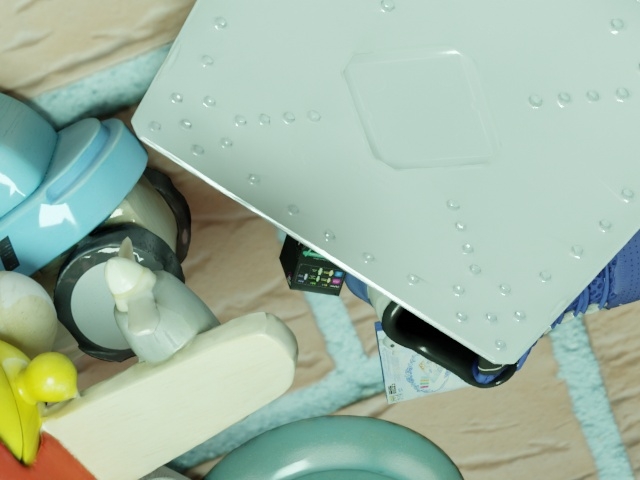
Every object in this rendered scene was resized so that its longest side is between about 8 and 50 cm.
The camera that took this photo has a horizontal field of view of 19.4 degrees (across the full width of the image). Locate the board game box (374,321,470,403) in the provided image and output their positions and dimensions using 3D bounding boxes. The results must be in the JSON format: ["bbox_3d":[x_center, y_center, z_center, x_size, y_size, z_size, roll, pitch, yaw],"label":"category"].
[{"bbox_3d":[0.103,0.113,1.856,0.090,0.020,0.090,-11,121,-3],"label":"board game box"}]

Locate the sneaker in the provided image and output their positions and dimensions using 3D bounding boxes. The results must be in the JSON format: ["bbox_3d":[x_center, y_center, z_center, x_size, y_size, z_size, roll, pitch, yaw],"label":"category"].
[{"bbox_3d":[0.185,0.059,1.745,0.315,0.182,0.127,-4,122,-8],"label":"sneaker"}]

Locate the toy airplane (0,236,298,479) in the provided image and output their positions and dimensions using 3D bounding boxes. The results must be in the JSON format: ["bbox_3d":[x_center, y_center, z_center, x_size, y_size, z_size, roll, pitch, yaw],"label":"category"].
[{"bbox_3d":[-0.222,0.153,1.436,0.386,0.272,0.384,-2,148,-8],"label":"toy airplane"}]

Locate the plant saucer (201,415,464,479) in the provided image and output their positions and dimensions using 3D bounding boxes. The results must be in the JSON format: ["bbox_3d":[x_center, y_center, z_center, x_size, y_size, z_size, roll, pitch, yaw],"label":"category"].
[{"bbox_3d":[0.009,0.323,1.951,0.317,0.044,0.317,-5,121,-8],"label":"plant saucer"}]

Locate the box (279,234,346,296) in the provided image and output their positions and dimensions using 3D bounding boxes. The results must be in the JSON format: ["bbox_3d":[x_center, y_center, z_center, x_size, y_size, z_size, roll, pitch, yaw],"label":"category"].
[{"bbox_3d":[0.000,0.000,1.745,0.052,0.062,0.083,9,119,-16],"label":"box"}]

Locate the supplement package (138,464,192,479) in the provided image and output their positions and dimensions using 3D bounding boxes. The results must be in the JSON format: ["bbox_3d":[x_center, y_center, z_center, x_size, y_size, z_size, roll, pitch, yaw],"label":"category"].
[{"bbox_3d":[-0.156,0.320,1.830,0.244,0.139,0.134,29,113,-7],"label":"supplement package"}]

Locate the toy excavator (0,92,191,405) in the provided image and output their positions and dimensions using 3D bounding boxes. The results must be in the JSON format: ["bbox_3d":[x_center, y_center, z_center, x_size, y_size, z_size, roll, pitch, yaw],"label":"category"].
[{"bbox_3d":[-0.385,-0.032,1.599,0.433,0.222,0.445,-34,106,11],"label":"toy excavator"}]

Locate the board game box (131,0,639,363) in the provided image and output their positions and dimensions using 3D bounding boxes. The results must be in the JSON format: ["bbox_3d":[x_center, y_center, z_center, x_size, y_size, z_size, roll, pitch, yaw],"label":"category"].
[{"bbox_3d":[0.086,-0.117,1.485,0.390,0.050,0.390,32,134,-4],"label":"board game box"}]
